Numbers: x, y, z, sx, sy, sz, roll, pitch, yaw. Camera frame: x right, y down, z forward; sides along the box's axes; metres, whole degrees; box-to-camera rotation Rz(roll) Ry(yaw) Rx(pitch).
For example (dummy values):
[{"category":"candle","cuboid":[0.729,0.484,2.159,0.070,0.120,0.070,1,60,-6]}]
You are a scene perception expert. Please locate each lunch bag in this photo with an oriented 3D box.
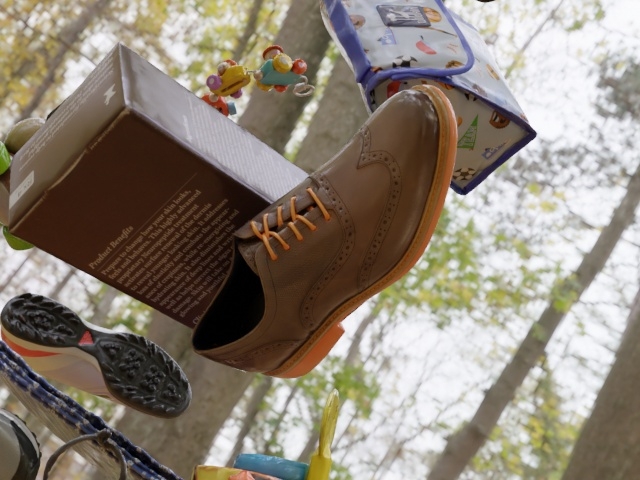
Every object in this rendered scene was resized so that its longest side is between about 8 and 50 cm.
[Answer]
[{"category":"lunch bag","cuboid":[0.182,-0.318,1.902,0.385,0.239,0.328,24,34,-39]}]

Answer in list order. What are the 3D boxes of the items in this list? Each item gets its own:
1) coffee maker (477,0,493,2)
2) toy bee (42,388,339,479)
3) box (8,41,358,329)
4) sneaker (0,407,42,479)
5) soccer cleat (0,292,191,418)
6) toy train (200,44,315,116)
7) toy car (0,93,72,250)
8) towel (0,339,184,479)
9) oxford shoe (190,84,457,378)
[{"category":"coffee maker","cuboid":[0.144,-0.334,1.018,0.171,0.120,0.178,-9,-29,20]},{"category":"toy bee","cuboid":[-0.039,0.212,0.730,0.298,0.195,0.162,-5,-13,-17]},{"category":"box","cuboid":[-0.127,-0.020,1.119,0.381,0.191,0.143,33,25,-37]},{"category":"sneaker","cuboid":[-0.418,0.196,1.077,0.271,0.100,0.108,26,-7,14]},{"category":"soccer cleat","cuboid":[-0.346,0.191,1.574,0.318,0.109,0.116,26,-38,2]},{"category":"toy train","cuboid":[-0.096,-0.207,1.342,0.125,0.166,0.046,69,6,-73]},{"category":"toy car","cuboid":[-0.381,-0.111,1.371,0.149,0.188,0.155,33,-31,38]},{"category":"towel","cuboid":[-0.227,0.254,1.179,0.336,0.040,0.243,32,-23,18]},{"category":"oxford shoe","cuboid":[0.000,0.000,0.992,0.132,0.364,0.130,10,33,-41]}]
